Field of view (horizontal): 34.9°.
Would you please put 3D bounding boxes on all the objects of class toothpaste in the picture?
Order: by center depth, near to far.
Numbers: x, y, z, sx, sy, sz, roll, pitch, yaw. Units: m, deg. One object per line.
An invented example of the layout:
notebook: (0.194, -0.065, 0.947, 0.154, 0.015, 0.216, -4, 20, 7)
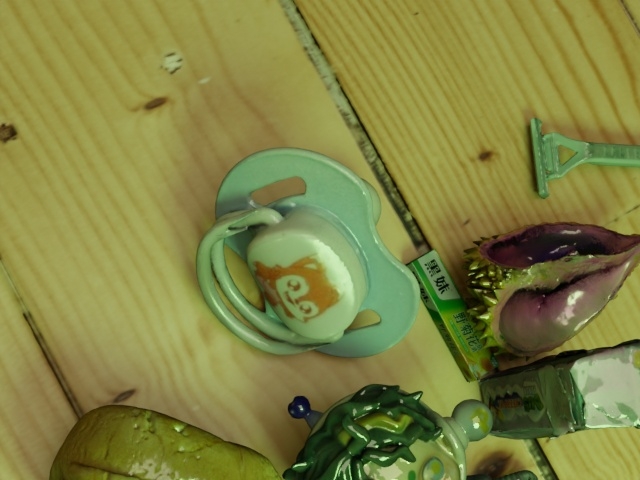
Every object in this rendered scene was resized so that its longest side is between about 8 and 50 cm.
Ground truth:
toothpaste: (0.173, 0.100, 1.346, 0.043, 0.037, 0.178, -28, 87, -17)

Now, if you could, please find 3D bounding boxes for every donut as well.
donut: (-0.170, 0.280, 1.130, 0.261, 0.208, 0.128, 29, 59, -22)

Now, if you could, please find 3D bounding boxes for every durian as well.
durian: (0.288, 0.065, 1.333, 0.260, 0.154, 0.186, 3, 95, -28)

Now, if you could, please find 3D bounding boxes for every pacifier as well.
pacifier: (0.000, 0.000, 1.263, 0.299, 0.244, 0.233, 62, 37, -20)

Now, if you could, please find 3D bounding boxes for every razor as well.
razor: (0.433, -0.120, 1.452, 0.278, 0.056, 0.111, -1, 77, -15)

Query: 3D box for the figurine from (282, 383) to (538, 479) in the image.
figurine: (0.122, 0.312, 1.188, 0.382, 0.186, 0.261, 40, 67, -21)

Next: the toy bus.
toy bus: (0.300, 0.183, 1.216, 0.138, 0.317, 0.112, -6, 78, -12)
